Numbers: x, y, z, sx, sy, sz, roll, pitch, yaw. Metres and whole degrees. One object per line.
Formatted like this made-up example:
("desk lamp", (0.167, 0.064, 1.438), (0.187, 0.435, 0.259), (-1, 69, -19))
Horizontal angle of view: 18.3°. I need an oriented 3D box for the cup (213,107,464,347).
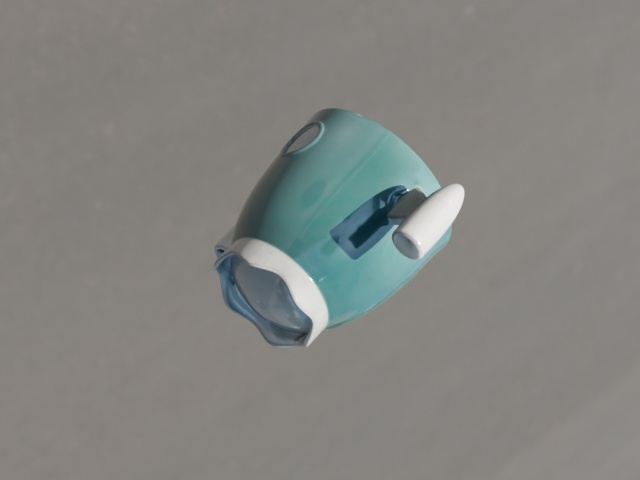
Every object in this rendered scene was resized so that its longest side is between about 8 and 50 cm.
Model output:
("cup", (0.000, 0.000, 1.727), (0.173, 0.167, 0.300), (-45, -158, -28))
